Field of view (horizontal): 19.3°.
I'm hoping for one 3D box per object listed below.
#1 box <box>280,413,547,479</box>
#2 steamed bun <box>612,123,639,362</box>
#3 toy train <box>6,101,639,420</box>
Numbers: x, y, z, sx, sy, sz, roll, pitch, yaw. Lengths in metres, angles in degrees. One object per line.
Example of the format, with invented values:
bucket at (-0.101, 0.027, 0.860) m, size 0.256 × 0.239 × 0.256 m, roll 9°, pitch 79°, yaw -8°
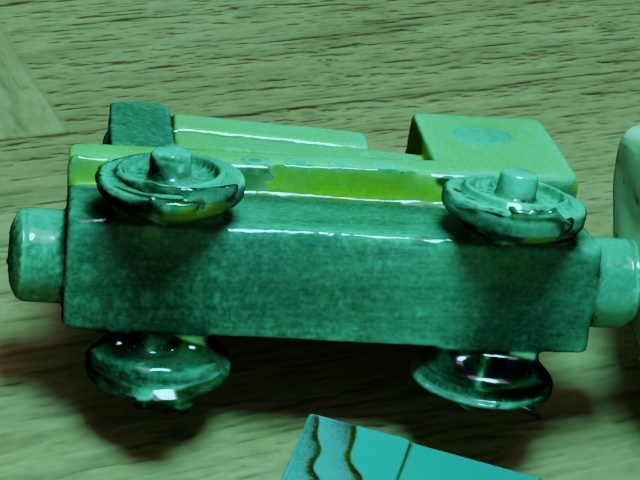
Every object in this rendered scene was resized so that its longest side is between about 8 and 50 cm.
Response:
box at (0.080, 0.188, 1.083) m, size 0.229 × 0.041 × 0.162 m, roll 15°, pitch 34°, yaw 8°
steamed bun at (0.341, 0.047, 1.231) m, size 0.289 × 0.203 × 0.276 m, roll 6°, pitch 16°, yaw -25°
toy train at (0.000, 0.000, 1.219) m, size 0.397 × 0.160 × 0.253 m, roll 3°, pitch 20°, yaw -7°
